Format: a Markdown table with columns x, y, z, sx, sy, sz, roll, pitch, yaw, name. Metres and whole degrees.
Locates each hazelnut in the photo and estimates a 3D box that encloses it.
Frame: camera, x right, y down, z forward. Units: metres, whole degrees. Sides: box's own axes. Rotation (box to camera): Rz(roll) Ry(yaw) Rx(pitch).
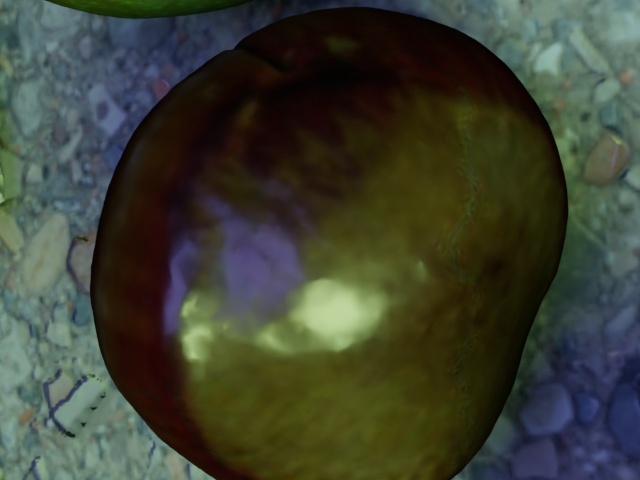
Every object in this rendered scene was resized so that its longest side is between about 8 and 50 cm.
| x | y | z | sx | sy | sz | roll | pitch | yaw | name |
| --- | --- | --- | --- | --- | --- | --- | --- | --- | --- |
| 0.000 | 0.000 | 0.653 | 0.229 | 0.229 | 0.230 | -1 | 88 | 29 | hazelnut |

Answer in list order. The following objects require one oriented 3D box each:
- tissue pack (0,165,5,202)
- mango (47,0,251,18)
| x | y | z | sx | sy | sz | roll | pitch | yaw | name |
| --- | --- | --- | --- | --- | --- | --- | --- | --- | --- |
| -0.409 | -0.118 | 0.868 | 0.380 | 0.207 | 0.297 | -11 | 84 | 29 | tissue pack |
| -0.035 | -0.227 | 0.676 | 0.381 | 0.201 | 0.225 | -8 | 71 | 17 | mango |
